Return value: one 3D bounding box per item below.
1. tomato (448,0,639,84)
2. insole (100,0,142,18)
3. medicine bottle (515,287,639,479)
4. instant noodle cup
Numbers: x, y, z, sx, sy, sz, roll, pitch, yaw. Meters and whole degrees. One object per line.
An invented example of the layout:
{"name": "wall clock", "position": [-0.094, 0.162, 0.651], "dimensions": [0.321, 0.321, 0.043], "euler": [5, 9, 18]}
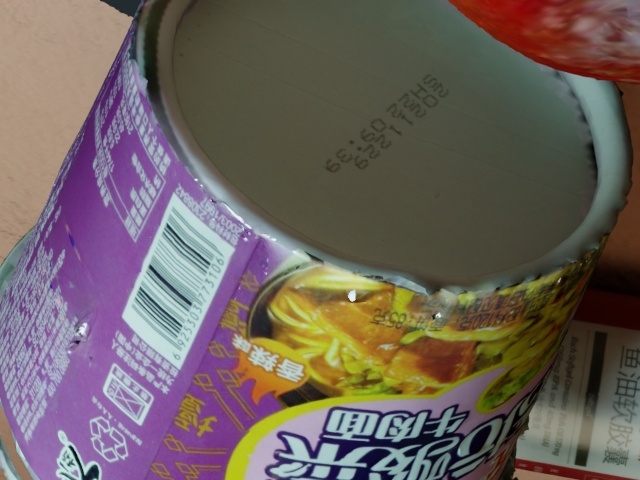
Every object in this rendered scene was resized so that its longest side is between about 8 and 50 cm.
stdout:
{"name": "tomato", "position": [0.157, -0.175, 0.574], "dimensions": [0.289, 0.176, 0.335], "euler": [10, 146, 2]}
{"name": "insole", "position": [-0.129, -0.167, 0.856], "dimensions": [0.232, 0.003, 0.080], "euler": [26, 146, -17]}
{"name": "medicine bottle", "position": [0.206, 0.102, 1.015], "dimensions": [0.250, 0.131, 0.131], "euler": [9, 147, 10]}
{"name": "instant noodle cup", "position": [0.000, 0.000, 0.803], "dimensions": [0.339, 0.340, 0.266], "euler": [18, 136, -6]}
